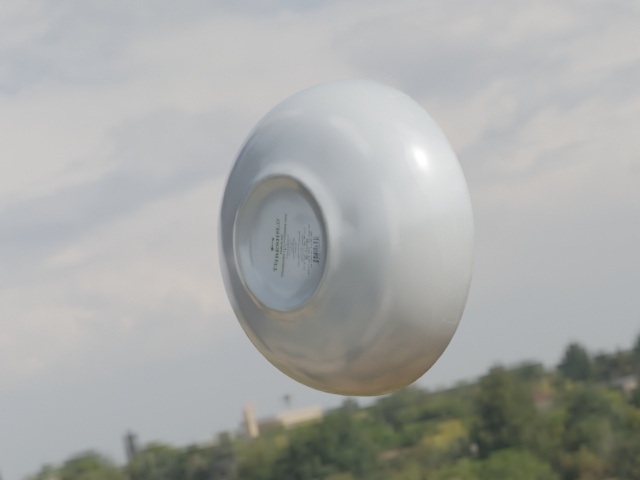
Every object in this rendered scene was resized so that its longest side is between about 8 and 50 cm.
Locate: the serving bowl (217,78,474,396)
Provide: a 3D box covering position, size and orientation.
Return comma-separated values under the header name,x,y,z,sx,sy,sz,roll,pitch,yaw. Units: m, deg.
name,x,y,z,sx,sy,sz,roll,pitch,yaw
serving bowl,0.000,0.000,0.460,0.027,0.083,0.083,-4,-10,-44
